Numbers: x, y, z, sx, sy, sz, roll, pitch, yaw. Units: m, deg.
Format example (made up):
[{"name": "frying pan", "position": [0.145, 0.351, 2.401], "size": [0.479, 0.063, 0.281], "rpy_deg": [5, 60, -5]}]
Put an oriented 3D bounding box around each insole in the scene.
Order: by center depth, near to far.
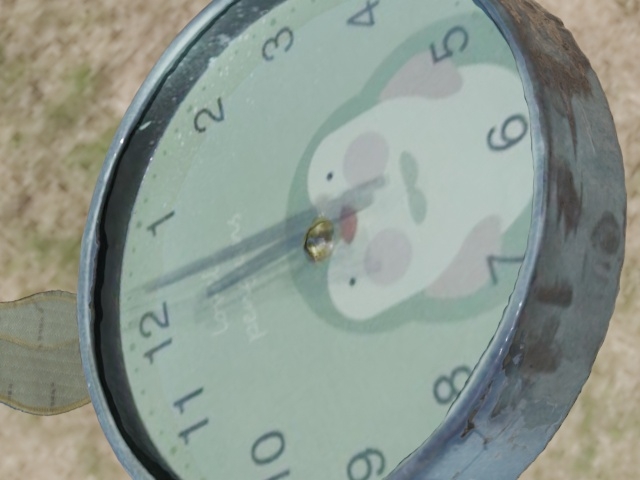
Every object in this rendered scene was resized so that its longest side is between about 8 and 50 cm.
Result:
[{"name": "insole", "position": [-0.279, 0.093, 1.437], "size": [0.009, 0.119, 0.348], "rpy_deg": [-2, 169, 29]}]

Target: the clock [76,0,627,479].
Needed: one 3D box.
[{"name": "clock", "position": [0.001, 0.001, 0.816], "size": [0.319, 0.319, 0.066], "rpy_deg": [-2, 165, 42]}]
